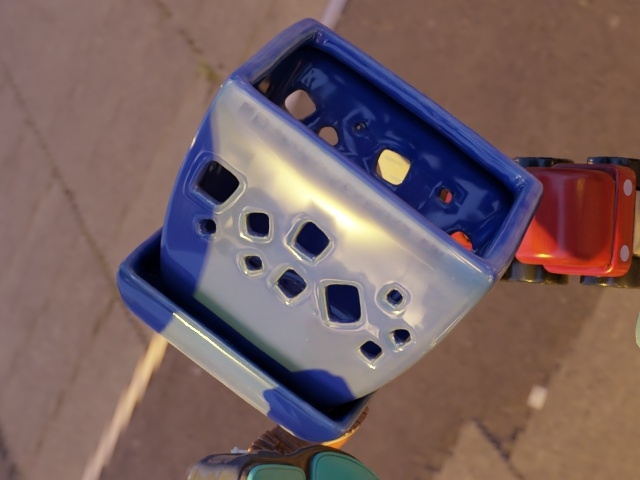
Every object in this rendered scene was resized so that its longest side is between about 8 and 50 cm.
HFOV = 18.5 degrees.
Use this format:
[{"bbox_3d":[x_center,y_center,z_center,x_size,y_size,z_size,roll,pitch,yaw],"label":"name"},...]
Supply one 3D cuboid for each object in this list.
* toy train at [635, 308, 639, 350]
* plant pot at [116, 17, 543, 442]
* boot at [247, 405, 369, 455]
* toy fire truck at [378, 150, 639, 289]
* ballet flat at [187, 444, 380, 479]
[{"bbox_3d":[0.365,0.108,1.393,0.190,0.334,0.142,16,74,43],"label":"toy train"},{"bbox_3d":[0.000,0.000,1.449,0.212,0.236,0.236,-54,-2,23],"label":"plant pot"},{"bbox_3d":[-0.019,0.197,1.845,0.059,0.158,0.084,40,141,21],"label":"boot"},{"bbox_3d":[0.151,-0.043,1.729,0.217,0.246,0.158,3,89,40],"label":"toy fire truck"},{"bbox_3d":[-0.027,0.179,1.399,0.074,0.203,0.074,-6,79,30],"label":"ballet flat"}]
